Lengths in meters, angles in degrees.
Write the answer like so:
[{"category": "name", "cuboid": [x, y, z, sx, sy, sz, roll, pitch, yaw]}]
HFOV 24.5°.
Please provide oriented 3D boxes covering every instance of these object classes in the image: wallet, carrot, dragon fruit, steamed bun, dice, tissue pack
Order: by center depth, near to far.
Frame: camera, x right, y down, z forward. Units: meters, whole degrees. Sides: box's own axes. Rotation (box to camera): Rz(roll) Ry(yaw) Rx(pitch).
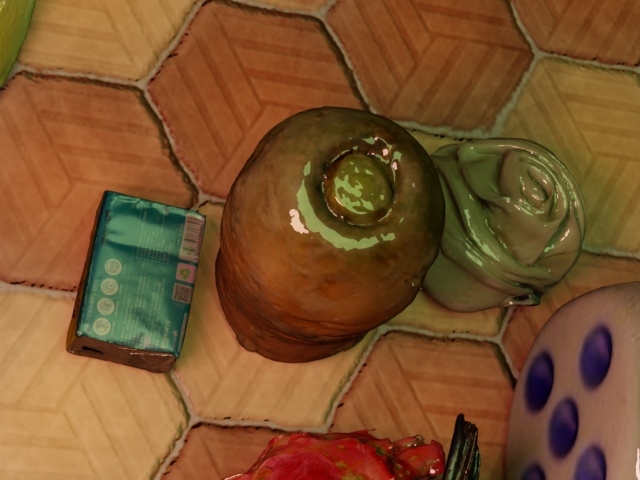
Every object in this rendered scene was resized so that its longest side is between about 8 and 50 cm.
[{"category": "dragon fruit", "cuboid": [0.014, 0.289, 1.519, 0.268, 0.210, 0.205, -33, 56, -25]}, {"category": "carrot", "cuboid": [0.000, 0.000, 1.530, 0.224, 0.340, 0.224, 4, 72, -13]}, {"category": "wallet", "cuboid": [0.144, 0.275, 1.555, 0.031, 0.232, 0.122, 15, 66, 12]}, {"category": "tissue pack", "cuboid": [-0.198, 0.046, 1.583, 0.120, 0.082, 0.169, 14, 70, -14]}, {"category": "dice", "cuboid": [0.380, 0.232, 1.604, 0.277, 0.304, 0.304, 15, 69, -13]}, {"category": "steamed bun", "cuboid": [0.218, -0.029, 1.718, 0.218, 0.144, 0.211, -4, 75, -20]}]

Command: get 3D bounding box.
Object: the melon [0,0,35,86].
[{"category": "melon", "cuboid": [-0.423, -0.194, 1.561, 0.196, 0.124, 0.323, 46, 59, -2]}]
